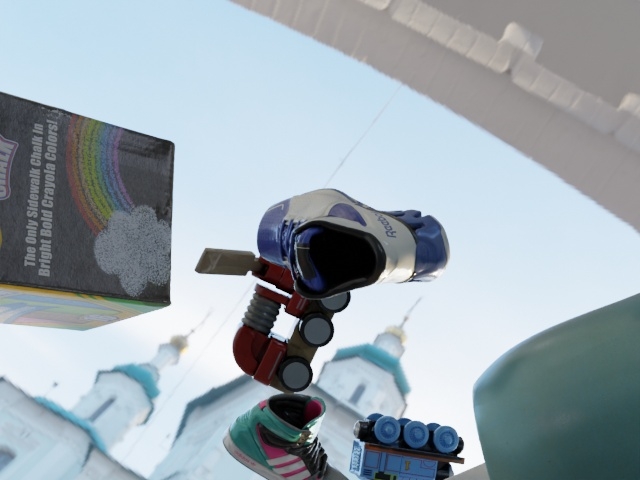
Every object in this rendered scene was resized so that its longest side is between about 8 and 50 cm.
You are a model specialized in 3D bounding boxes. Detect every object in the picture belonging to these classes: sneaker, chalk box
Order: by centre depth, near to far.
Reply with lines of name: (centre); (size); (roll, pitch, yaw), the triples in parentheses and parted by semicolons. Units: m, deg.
chalk box: (-0.225, -0.017, 0.592); (0.132, 0.213, 0.132); (-17, -113, 44)
sneaker: (0.001, 0.000, 1.189); (0.316, 0.182, 0.127); (9, -78, 43)
sneaker: (-0.025, 0.400, 1.694); (0.296, 0.123, 0.178); (31, -66, -13)

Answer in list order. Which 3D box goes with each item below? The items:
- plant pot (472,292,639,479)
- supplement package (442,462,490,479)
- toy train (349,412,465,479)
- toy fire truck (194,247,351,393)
plant pot: (0.319, 0.230, 1.027); (0.235, 0.293, 0.293); (-17, -73, 16)
supplement package: (0.162, 0.457, 1.153); (0.293, 0.177, 0.175); (-22, -54, -1)
toy train: (0.135, 0.331, 1.337); (0.184, 0.080, 0.105); (12, -99, -13)
toy fire truck: (-0.098, 0.110, 1.397); (0.246, 0.158, 0.217); (26, -91, -6)
